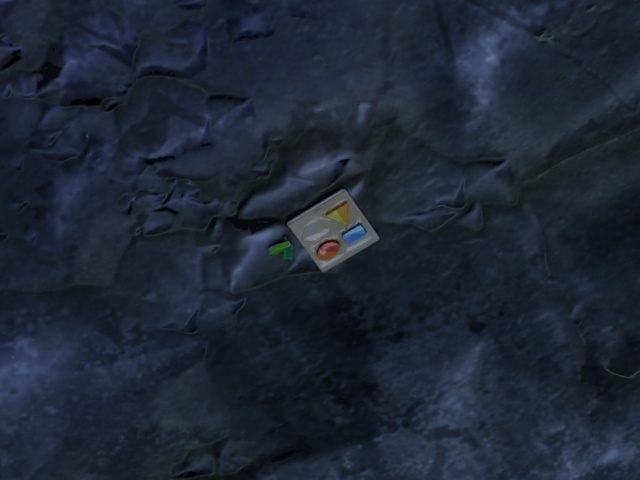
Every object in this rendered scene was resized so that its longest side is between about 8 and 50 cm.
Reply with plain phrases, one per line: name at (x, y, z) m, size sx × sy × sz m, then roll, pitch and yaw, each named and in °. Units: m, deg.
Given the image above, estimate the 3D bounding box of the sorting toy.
sorting toy at (0.000, 0.000, 1.523) m, size 0.083 × 0.012 × 0.062 m, roll -31°, pitch 119°, yaw 10°
